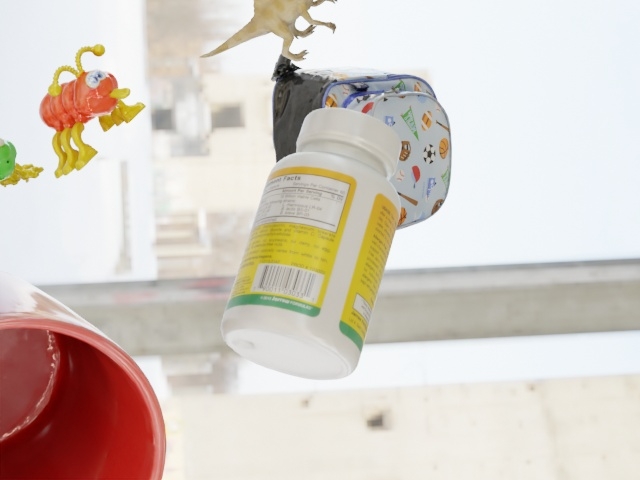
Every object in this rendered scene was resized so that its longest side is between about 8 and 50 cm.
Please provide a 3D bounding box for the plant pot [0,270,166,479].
[{"bbox_3d":[-0.301,0.151,1.328,0.243,0.275,0.275,-138,-136,-62],"label":"plant pot"}]

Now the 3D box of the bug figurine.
[{"bbox_3d":[-0.263,-0.036,1.122,0.072,0.216,0.279,53,47,-17],"label":"bug figurine"}]

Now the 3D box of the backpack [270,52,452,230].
[{"bbox_3d":[0.066,-0.126,2.068,0.263,0.213,0.276,-19,118,-52],"label":"backpack"}]

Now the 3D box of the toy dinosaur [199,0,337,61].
[{"bbox_3d":[-0.045,-0.249,1.677,0.092,0.183,0.053,40,29,-33],"label":"toy dinosaur"}]

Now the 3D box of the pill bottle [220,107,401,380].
[{"bbox_3d":[0.000,0.000,1.229,0.117,0.117,0.208,104,2,-68],"label":"pill bottle"}]
